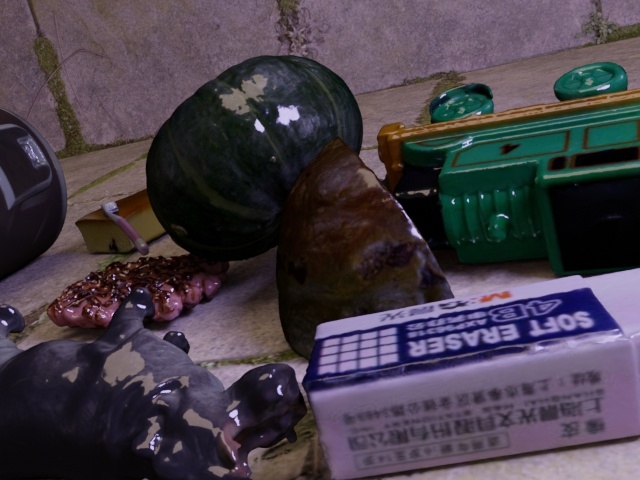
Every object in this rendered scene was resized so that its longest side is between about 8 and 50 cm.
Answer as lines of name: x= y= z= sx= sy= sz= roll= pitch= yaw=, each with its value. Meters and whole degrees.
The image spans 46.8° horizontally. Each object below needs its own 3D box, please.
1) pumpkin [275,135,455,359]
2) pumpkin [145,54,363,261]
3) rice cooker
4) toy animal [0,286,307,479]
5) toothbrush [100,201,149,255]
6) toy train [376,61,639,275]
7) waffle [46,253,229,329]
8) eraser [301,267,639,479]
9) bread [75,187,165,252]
pumpkin: x=0.000 y=0.000 z=0.771 sx=0.169 sy=0.148 sz=0.312 roll=-31 pitch=25 yaw=2
pumpkin: x=-0.088 y=-0.109 z=0.963 sx=0.300 sy=0.207 sz=0.300 roll=-39 pitch=-9 yaw=-7
rice cooker: x=-0.641 y=-0.067 z=1.264 sx=0.335 sy=0.335 sz=0.325 roll=-7 pitch=16 yaw=21
toy animal: x=-0.140 y=0.122 z=0.543 sx=0.343 sy=0.106 sz=0.168 roll=4 pitch=47 yaw=28
toothbrush: x=-0.312 y=-0.025 z=1.182 sx=0.025 sy=0.020 sz=0.286 roll=-24 pitch=25 yaw=-19
toy train: x=0.241 y=-0.065 z=0.849 sx=0.429 sy=0.178 sz=0.249 roll=-6 pitch=30 yaw=26
waffle: x=-0.242 y=0.067 z=0.993 sx=0.234 sy=0.056 sz=0.221 roll=-5 pitch=16 yaw=14
eraser: x=0.138 y=0.091 z=0.550 sx=0.287 sy=0.086 sz=0.130 roll=-12 pitch=16 yaw=7
bread: x=-0.289 y=-0.075 z=1.437 sx=0.138 sy=0.077 sz=0.361 roll=-2 pitch=21 yaw=36
